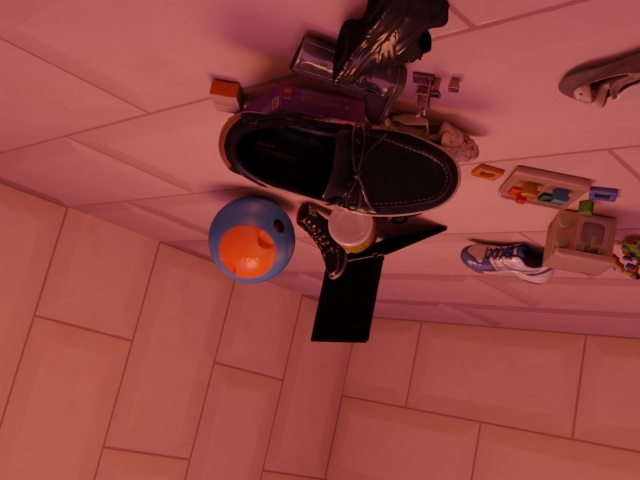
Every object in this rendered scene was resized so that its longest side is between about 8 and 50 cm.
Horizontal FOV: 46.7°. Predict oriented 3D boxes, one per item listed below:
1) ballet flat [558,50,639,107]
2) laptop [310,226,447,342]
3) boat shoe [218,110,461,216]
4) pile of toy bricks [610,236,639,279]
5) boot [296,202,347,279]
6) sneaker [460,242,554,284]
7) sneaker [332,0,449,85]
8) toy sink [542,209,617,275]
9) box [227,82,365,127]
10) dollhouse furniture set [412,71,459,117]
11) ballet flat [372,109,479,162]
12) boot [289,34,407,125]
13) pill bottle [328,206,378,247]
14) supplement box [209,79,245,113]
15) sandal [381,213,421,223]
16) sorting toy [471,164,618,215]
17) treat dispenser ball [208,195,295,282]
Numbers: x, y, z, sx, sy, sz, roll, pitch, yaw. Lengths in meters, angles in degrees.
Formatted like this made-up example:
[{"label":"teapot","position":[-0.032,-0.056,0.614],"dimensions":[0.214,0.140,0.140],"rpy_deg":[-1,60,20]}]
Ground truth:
[{"label":"ballet flat","position":[0.471,-0.254,1.219],"dimensions":[0.072,0.068,0.213],"rpy_deg":[19,166,-26]},{"label":"laptop","position":[0.181,0.145,2.403],"dimensions":[0.407,0.236,0.382],"rpy_deg":[-21,-176,-27]},{"label":"boat shoe","position":[0.044,-0.147,1.476],"dimensions":[0.499,0.187,0.156],"rpy_deg":[11,-169,-8]},{"label":"pile of toy bricks","position":[0.869,0.033,2.030],"dimensions":[0.105,0.118,0.212],"rpy_deg":[49,170,-20]},{"label":"boot","position":[-0.001,0.000,2.395],"dimensions":[0.085,0.236,0.178],"rpy_deg":[-33,127,29]},{"label":"sneaker","position":[0.596,0.046,2.348],"dimensions":[0.296,0.112,0.131],"rpy_deg":[9,149,8]},{"label":"sneaker","position":[0.106,-0.319,1.206],"dimensions":[0.130,0.109,0.286],"rpy_deg":[12,166,-19]},{"label":"toy sink","position":[0.688,0.003,1.962],"dimensions":[0.152,0.131,0.234],"rpy_deg":[10,171,11]},{"label":"box","position":[-0.060,-0.263,1.633],"dimensions":[0.200,0.057,0.293],"rpy_deg":[6,171,-29]},{"label":"dollhouse furniture set","position":[0.215,-0.255,1.426],"dimensions":[0.090,0.081,0.114],"rpy_deg":[11,167,9]},{"label":"ballet flat","position":[0.230,-0.222,1.570],"dimensions":[0.240,0.091,0.077],"rpy_deg":[10,145,-5]},{"label":"boot","position":[0.043,-0.302,1.415],"dimensions":[0.208,0.076,0.190],"rpy_deg":[8,154,-10]},{"label":"pill bottle","position":[0.109,-0.033,2.318],"dimensions":[0.136,0.136,0.245],"rpy_deg":[10,173,12]},{"label":"supplement box","position":[-0.207,-0.319,1.656],"dimensions":[0.062,0.036,0.098],"rpy_deg":[10,167,4]},{"label":"sandal","position":[0.238,-0.075,2.254],"dimensions":[0.067,0.040,0.179],"rpy_deg":[20,165,-30]},{"label":"sorting toy","position":[0.534,-0.113,1.799],"dimensions":[0.347,0.047,0.196],"rpy_deg":[12,167,4]},{"label":"treat dispenser ball","position":[-0.226,-0.003,2.454],"dimensions":[0.288,0.288,0.288],"rpy_deg":[12,167,3]}]
